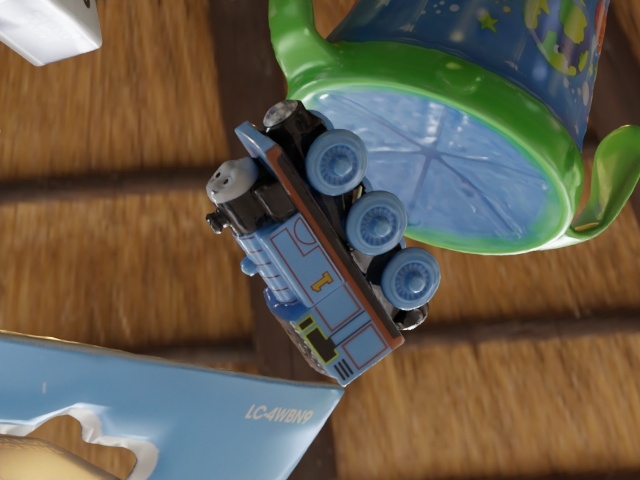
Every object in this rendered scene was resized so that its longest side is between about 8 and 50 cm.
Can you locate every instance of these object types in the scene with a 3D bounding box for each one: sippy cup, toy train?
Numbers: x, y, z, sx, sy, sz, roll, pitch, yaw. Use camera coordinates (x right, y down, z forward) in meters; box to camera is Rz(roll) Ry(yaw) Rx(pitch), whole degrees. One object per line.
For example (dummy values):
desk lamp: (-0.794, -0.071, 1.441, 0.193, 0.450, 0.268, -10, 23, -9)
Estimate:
sippy cup: (0.115, -0.143, 1.270, 0.240, 0.224, 0.305, 10, -27, 26)
toy train: (0.000, 0.000, 1.055, 0.105, 0.080, 0.184, -38, -62, -8)

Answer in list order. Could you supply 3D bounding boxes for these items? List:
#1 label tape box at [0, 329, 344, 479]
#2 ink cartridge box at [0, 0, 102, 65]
label tape box: (-0.187, 0.137, 0.551, 0.249, 0.115, 0.348, 15, -64, -53)
ink cartridge box: (-0.173, -0.215, 0.759, 0.045, 0.224, 0.223, -16, -12, 9)
